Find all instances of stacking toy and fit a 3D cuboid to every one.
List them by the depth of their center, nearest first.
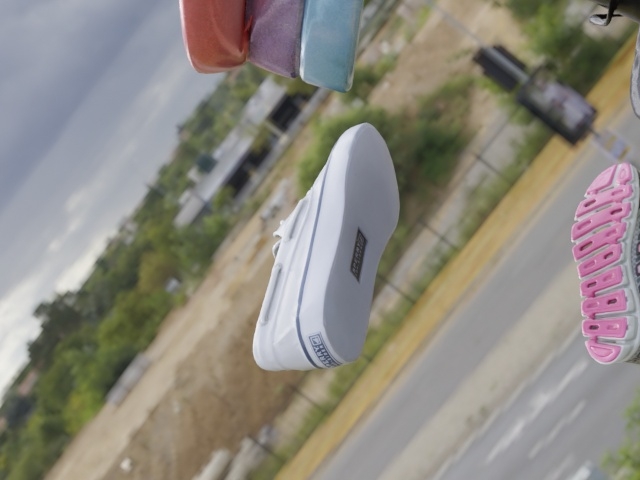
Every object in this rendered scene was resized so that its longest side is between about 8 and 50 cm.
[{"bbox_3d":[0.014,-0.249,0.752,0.279,0.130,0.309,94,-176,-64],"label":"stacking toy"}]

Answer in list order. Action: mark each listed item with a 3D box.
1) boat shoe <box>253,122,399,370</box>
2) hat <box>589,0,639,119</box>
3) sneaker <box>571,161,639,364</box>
[{"bbox_3d":[0.000,0.000,1.155,0.084,0.095,0.258,-13,35,27],"label":"boat shoe"},{"bbox_3d":[0.226,-0.251,1.008,0.331,0.134,0.331,14,-90,-88],"label":"hat"},{"bbox_3d":[0.244,0.023,1.100,0.063,0.075,0.170,-28,50,47],"label":"sneaker"}]
